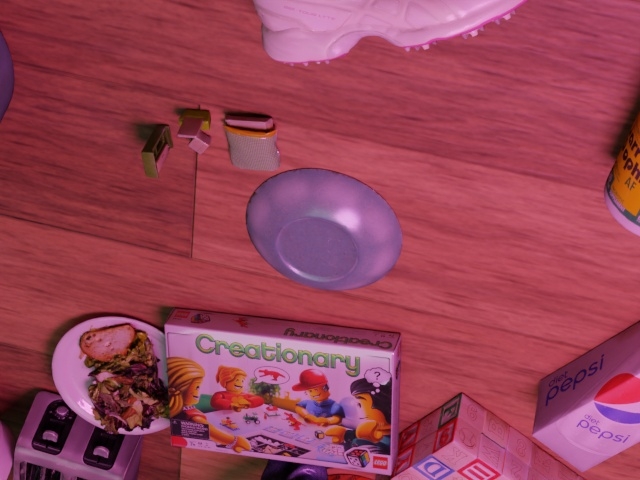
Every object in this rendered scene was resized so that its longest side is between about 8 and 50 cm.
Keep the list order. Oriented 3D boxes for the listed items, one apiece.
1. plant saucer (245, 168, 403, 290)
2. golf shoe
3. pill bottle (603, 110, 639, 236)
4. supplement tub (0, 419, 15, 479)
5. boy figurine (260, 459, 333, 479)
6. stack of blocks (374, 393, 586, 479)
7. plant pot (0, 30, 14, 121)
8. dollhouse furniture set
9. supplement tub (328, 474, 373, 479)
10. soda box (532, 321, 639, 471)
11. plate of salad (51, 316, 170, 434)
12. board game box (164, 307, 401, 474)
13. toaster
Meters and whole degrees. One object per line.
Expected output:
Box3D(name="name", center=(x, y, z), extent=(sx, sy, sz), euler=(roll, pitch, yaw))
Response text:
Box3D(name="plant saucer", center=(0.000, 0.000, 1.698), extent=(0.195, 0.037, 0.195), euler=(8, 132, 9))
Box3D(name="golf shoe", center=(0.065, -0.262, 1.393), extent=(0.306, 0.115, 0.140), euler=(-8, 125, 21))
Box3D(name="pill bottle", center=(0.377, -0.104, 1.437), extent=(0.118, 0.117, 0.208), euler=(18, 134, 0))
Box3D(name="supplement tub", center=(-0.617, 0.262, 1.961), extent=(0.241, 0.241, 0.331), euler=(-26, 128, 33))
Box3D(name="boy figurine", center=(-0.042, 0.374, 1.879), extent=(0.177, 0.285, 0.092), euler=(-17, 124, 25))
Box3D(name="stack of blocks", center=(0.240, 0.350, 1.908), extent=(0.297, 0.087, 0.171), euler=(35, 131, -16))
Box3D(name="plant pot", center=(-0.512, -0.116, 1.540), extent=(0.341, 0.334, 0.341), euler=(8, 132, 9))
Box3D(name="dollhouse furniture set", center=(-0.125, -0.103, 1.626), extent=(0.152, 0.058, 0.076), euler=(5, 133, 12))
Box3D(name="supplement tub", center=(0.018, 0.491, 1.944), extent=(0.194, 0.316, 0.193), euler=(9, 134, 9))
Box3D(name="soda box", center=(0.387, 0.166, 1.693), extent=(0.091, 0.098, 0.286), euler=(37, 131, -17))
Box3D(name="plate of salad", center=(-0.271, 0.192, 1.924), extent=(0.200, 0.048, 0.200), euler=(3, 121, 5))
Box3D(name="board game box", center=(-0.049, 0.197, 1.851), extent=(0.305, 0.053, 0.193), euler=(5, 117, 11))
Box3D(name="toaster", center=(-0.353, 0.325, 2.045), extent=(0.168, 0.110, 0.185), euler=(17, 134, 2))
